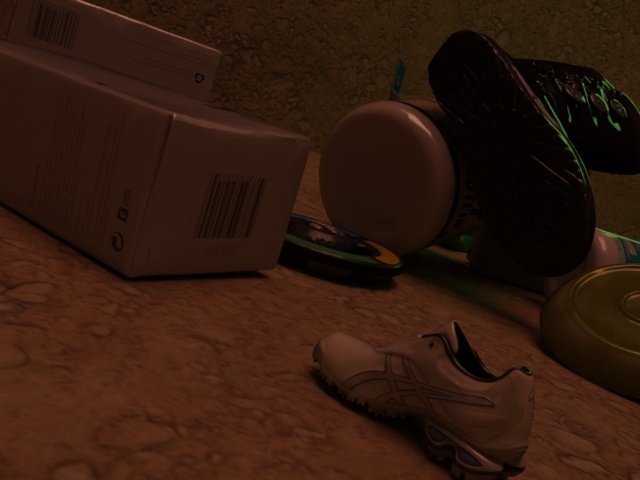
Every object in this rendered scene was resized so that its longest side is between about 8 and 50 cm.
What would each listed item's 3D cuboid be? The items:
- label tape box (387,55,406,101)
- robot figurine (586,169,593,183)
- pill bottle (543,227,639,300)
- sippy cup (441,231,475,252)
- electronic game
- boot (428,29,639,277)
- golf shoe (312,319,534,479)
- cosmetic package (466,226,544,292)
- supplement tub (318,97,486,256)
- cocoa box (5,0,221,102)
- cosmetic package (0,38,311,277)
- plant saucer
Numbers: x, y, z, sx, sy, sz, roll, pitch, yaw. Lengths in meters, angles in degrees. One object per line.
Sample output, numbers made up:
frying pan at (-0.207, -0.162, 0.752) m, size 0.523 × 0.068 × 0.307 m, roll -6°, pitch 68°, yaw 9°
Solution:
label tape box at (0.177, -0.217, 1.610) m, size 0.105 × 0.334 × 0.240 m, roll 19°, pitch 10°, yaw 6°
robot figurine at (0.575, -0.087, 1.733) m, size 0.085 × 0.291 × 0.211 m, roll 22°, pitch 12°, yaw 22°
pill bottle at (0.494, 0.077, 1.125) m, size 0.264 × 0.146 × 0.146 m, roll 15°, pitch 10°, yaw -14°
sippy cup at (0.312, -0.105, 1.564) m, size 0.240 × 0.224 × 0.305 m, roll 13°, pitch 12°, yaw -24°
electronic game at (0.000, 0.000, 0.954) m, size 0.229 × 0.048 × 0.229 m, roll 18°, pitch 10°, yaw -3°
boot at (0.386, -0.129, 1.116) m, size 0.146 × 0.367 × 0.445 m, roll -30°, pitch -19°, yaw 37°
golf shoe at (0.071, 0.088, 0.501) m, size 0.176 × 0.086 × 0.069 m, roll 24°, pitch 13°, yaw 39°
cosmetic package at (0.397, 0.035, 1.307) m, size 0.237 × 0.107 × 0.127 m, roll 18°, pitch 11°, yaw -8°
supplement tub at (0.179, -0.113, 1.179) m, size 0.235 × 0.236 × 0.324 m, roll 25°, pitch 26°, yaw 34°
cocoa box at (-0.397, -0.298, 1.330) m, size 0.347 × 0.232 × 0.228 m, roll 14°, pitch 10°, yaw -26°
cosmetic package at (-0.230, -0.100, 0.783) m, size 0.385 × 0.156 × 0.217 m, roll 25°, pitch 14°, yaw 30°
plant saucer at (0.380, 0.090, 0.840) m, size 0.240 × 0.037 × 0.241 m, roll -4°, pitch 31°, yaw 2°
